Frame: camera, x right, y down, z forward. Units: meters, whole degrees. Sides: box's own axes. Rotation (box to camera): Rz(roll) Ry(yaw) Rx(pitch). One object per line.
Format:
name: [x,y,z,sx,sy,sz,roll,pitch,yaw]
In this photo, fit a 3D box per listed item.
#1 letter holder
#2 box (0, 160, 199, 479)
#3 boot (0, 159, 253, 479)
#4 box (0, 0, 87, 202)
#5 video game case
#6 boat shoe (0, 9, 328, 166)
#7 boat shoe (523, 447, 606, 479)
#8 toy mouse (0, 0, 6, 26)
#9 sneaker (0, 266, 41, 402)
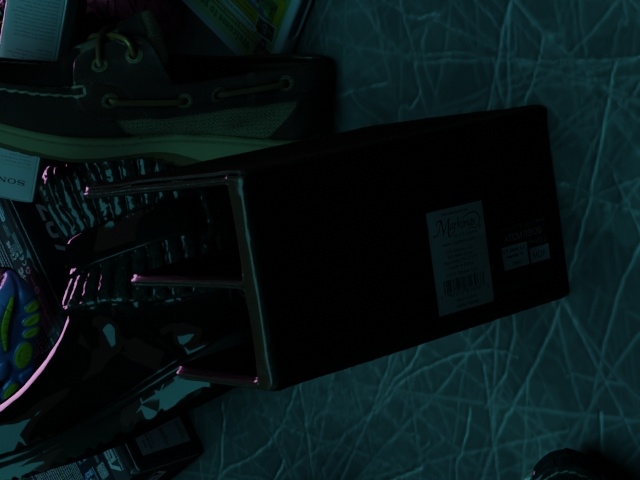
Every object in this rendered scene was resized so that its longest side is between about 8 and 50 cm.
letter holder: [0.000,0.000,1.419,0.214,0.302,0.152,-1,101,49]
box: [-0.311,0.120,1.966,0.318,0.097,0.395,-42,70,43]
boot: [-0.222,0.061,1.742,0.348,0.131,0.260,-27,82,7]
box: [-0.240,-0.226,1.691,0.232,0.059,0.322,-86,10,-60]
video game case: [-0.073,-0.274,1.636,0.212,0.023,0.193,46,131,29]
boat shoe: [-0.157,-0.134,1.560,0.123,0.342,0.123,-114,34,-65]
boat shoe: [0.190,0.308,1.461,0.114,0.091,0.302,7,111,1]
toy mouse: [-0.276,-0.249,1.866,0.143,0.031,0.161,-46,67,45]
sneaker: [-0.317,0.108,1.860,0.078,0.067,0.188,57,138,48]
